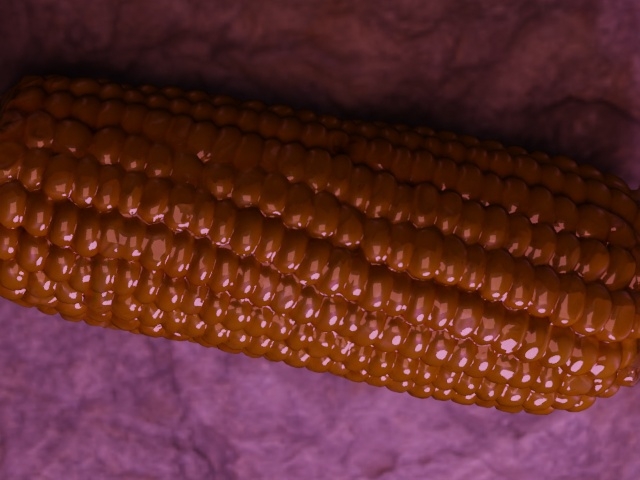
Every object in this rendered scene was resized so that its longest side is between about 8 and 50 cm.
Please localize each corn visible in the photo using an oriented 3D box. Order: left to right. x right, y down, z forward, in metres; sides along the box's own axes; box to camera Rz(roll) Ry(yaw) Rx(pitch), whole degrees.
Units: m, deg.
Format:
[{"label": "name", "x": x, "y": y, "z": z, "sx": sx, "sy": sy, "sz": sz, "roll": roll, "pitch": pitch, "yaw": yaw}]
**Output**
[{"label": "corn", "x": 0.000, "y": 0.000, "z": 0.722, "sx": 0.387, "sy": 0.144, "sz": 0.144, "roll": 12, "pitch": 115, "yaw": -12}]
